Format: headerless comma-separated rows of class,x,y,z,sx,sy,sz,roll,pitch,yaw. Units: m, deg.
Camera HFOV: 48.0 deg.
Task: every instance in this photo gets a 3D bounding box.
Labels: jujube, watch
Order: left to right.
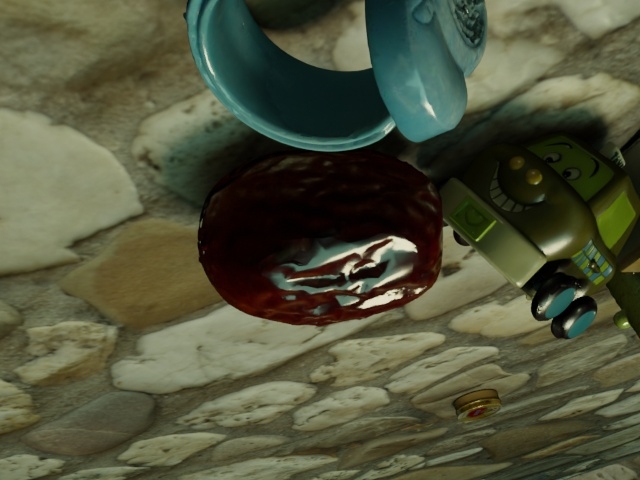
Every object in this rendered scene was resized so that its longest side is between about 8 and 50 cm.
jujube,0.000,0.000,0.723,0.243,0.184,0.183,0,149,2
watch,0.006,-0.162,0.493,0.193,0.211,0.211,-9,155,29

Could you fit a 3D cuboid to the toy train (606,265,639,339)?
toy train,0.511,0.088,0.994,0.189,0.307,0.126,-40,98,18

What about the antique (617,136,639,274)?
antique,0.433,-0.040,0.858,0.146,0.148,0.152,-2,150,-21

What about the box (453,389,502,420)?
box,0.351,0.368,1.605,0.105,0.037,0.106,-10,150,-6

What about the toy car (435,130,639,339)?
toy car,0.259,-0.031,0.808,0.198,0.204,0.247,-48,142,10
